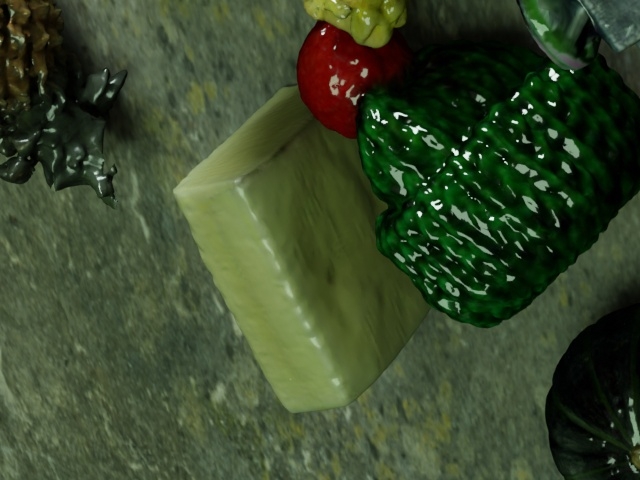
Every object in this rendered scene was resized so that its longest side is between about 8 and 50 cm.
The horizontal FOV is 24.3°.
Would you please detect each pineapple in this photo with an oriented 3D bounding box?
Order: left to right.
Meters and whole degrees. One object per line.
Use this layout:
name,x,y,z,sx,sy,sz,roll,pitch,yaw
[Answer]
pineapple,-0.332,-0.182,1.578,0.223,0.223,0.357,-29,114,37

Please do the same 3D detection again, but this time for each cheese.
cheese,0.000,0.000,1.495,0.124,0.242,0.265,-8,117,41

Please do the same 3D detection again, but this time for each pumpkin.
pumpkin,0.352,0.179,1.470,0.250,0.216,0.250,-1,88,37

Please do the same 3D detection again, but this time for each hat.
hat,0.125,-0.105,1.360,0.332,0.274,0.242,42,134,6

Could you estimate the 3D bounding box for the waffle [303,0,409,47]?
waffle,-0.064,-0.297,1.304,0.324,0.261,0.151,14,127,-7

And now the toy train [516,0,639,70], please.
toy train,0.217,-0.288,1.191,0.173,0.249,0.307,-31,105,34
